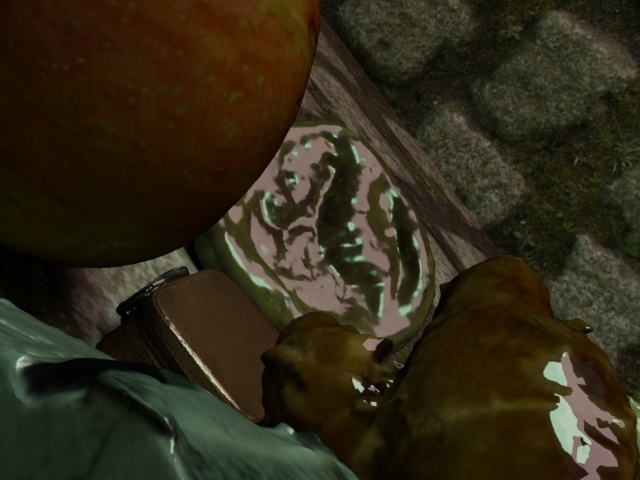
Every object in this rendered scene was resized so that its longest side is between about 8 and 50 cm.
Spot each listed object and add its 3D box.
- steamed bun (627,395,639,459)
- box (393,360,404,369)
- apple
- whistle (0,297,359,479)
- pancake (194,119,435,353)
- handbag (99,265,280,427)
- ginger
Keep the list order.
[{"bbox_3d":[0.177,0.295,0.834,0.334,0.233,0.312,44,-37,43],"label":"steamed bun"},{"bbox_3d":[0.079,0.183,1.294,0.247,0.033,0.129,27,27,-56],"label":"box"},{"bbox_3d":[-0.174,-0.154,0.835,0.339,0.339,0.339,45,15,-15],"label":"apple"},{"bbox_3d":[-0.113,0.120,0.586,0.168,0.188,0.405,26,26,-55],"label":"whistle"},{"bbox_3d":[0.000,0.000,1.228,0.294,0.049,0.294,12,62,-24],"label":"pancake"},{"bbox_3d":[-0.094,0.095,0.943,0.151,0.072,0.193,50,16,6],"label":"handbag"},{"bbox_3d":[0.056,0.172,0.672,0.274,0.357,0.152,28,-7,39],"label":"ginger"}]
